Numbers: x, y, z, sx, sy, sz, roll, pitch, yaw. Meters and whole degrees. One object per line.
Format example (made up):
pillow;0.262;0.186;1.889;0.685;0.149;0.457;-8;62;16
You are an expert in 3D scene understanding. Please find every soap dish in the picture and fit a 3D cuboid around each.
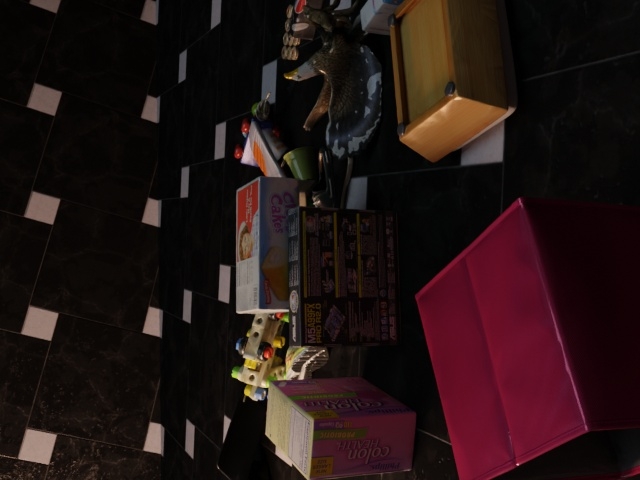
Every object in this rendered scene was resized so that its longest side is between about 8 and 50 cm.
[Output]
soap dish;0.211;-0.306;1.354;0.229;0.118;0.291;146;124;-62

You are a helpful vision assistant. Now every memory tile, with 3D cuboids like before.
memory tile;-0.076;-0.560;2.176;0.113;0.012;0.148;-148;63;-63

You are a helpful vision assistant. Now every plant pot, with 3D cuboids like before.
plant pot;-0.041;-0.178;1.992;0.083;0.083;0.079;-35;68;62

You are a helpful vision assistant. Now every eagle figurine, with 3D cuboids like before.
eagle figurine;0.035;-0.357;1.743;0.226;0.225;0.298;-56;-42;-45

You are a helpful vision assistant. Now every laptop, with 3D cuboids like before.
laptop;-0.240;0.536;2.145;0.264;0.136;0.234;-35;31;50

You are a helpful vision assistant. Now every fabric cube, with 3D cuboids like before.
fabric cube;0.296;0.130;0.947;0.259;0.254;0.258;126;140;-53

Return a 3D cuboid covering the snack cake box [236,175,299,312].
snack cake box;-0.108;0.014;1.638;0.152;0.089;0.264;162;109;-67

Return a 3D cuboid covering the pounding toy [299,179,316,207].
pounding toy;-0.046;-0.053;1.959;0.206;0.094;0.181;-56;-34;-70

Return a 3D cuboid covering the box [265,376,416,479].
box;0.033;0.358;1.585;0.243;0.214;0.117;-160;73;-66

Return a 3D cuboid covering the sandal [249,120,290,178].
sandal;-0.110;-0.205;2.162;0.265;0.076;0.102;61;156;16

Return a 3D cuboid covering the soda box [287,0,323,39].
soda box;-0.031;-0.589;2.013;0.053;0.060;0.169;-120;39;-50

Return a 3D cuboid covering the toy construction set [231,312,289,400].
toy construction set;-0.130;0.246;2.059;0.215;0.151;0.327;39;-129;-64

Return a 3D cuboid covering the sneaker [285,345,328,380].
sneaker;-0.044;0.271;1.941;0.208;0.081;0.094;124;143;-52

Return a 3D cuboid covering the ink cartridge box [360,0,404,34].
ink cartridge box;0.142;-0.452;1.563;0.122;0.088;0.052;136;131;-58

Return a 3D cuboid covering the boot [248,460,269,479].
boot;-0.221;0.879;2.245;0.445;0.146;0.367;-65;34;34

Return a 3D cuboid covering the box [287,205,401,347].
box;0.046;0.073;1.578;0.060;0.216;0.270;162;108;-66

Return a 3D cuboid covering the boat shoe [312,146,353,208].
boat shoe;0.012;-0.102;1.851;0.084;0.079;0.233;-133;48;-56

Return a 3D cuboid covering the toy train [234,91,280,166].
toy train;-0.167;-0.344;2.277;0.143;0.105;0.248;-95;21;-50
